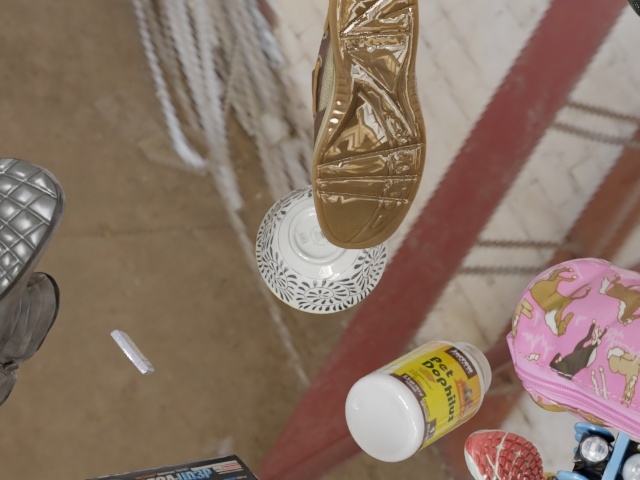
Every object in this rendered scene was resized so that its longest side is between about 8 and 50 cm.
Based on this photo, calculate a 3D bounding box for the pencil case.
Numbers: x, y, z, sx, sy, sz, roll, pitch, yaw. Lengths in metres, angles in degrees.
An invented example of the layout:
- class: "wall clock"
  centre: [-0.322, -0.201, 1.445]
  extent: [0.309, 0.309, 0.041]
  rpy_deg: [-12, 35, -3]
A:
- class: "pencil case"
  centre: [0.328, 0.126, 1.272]
  extent: [0.167, 0.160, 0.386]
  rpy_deg: [19, 3, -31]

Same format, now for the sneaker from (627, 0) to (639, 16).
- class: "sneaker"
  centre: [0.340, -0.326, 1.655]
  extent: [0.077, 0.072, 0.178]
  rpy_deg: [-41, 109, -38]

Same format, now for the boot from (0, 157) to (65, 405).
- class: "boot"
  centre: [-0.332, 0.049, 1.481]
  extent: [0.118, 0.338, 0.222]
  rpy_deg: [45, 18, 13]

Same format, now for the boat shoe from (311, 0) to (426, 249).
- class: "boat shoe"
  centre: [0.046, -0.159, 1.584]
  extent: [0.123, 0.123, 0.342]
  rpy_deg: [-101, -171, -62]

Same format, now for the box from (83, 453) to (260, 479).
- class: "box"
  centre: [-0.114, 0.296, 1.447]
  extent: [0.175, 0.051, 0.220]
  rpy_deg: [41, 25, 31]

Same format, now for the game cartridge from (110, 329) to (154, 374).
- class: "game cartridge"
  centre: [-0.294, 0.174, 2.284]
  extent: [0.083, 0.017, 0.056]
  rpy_deg: [50, 3, 8]

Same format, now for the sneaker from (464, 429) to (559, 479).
- class: "sneaker"
  centre: [0.224, 0.294, 1.790]
  extent: [0.088, 0.092, 0.225]
  rpy_deg: [-62, 141, -17]

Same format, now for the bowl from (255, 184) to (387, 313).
- class: "bowl"
  centre: [0.000, 0.000, 1.822]
  extent: [0.080, 0.170, 0.170]
  rpy_deg: [82, -17, -75]

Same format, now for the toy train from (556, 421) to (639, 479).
- class: "toy train"
  centre: [0.300, 0.241, 1.483]
  extent: [0.184, 0.105, 0.080]
  rpy_deg: [69, 42, -66]

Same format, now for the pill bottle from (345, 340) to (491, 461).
- class: "pill bottle"
  centre: [0.136, 0.203, 1.914]
  extent: [0.215, 0.117, 0.117]
  rpy_deg: [-22, 79, -51]
